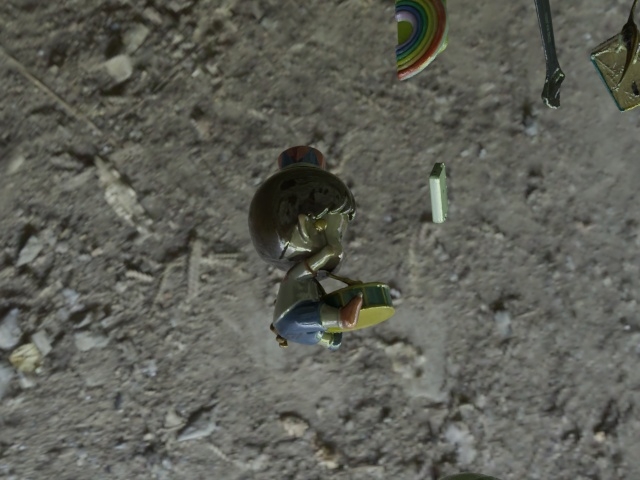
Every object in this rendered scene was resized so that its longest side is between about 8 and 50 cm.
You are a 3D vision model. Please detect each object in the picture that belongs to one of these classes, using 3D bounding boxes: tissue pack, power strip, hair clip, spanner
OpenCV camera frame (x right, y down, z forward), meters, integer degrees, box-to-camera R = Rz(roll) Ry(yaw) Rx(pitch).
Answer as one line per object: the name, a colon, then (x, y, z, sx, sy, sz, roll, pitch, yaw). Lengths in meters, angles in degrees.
tissue pack: (0.523, -0.292, 1.749, 0.120, 0.082, 0.169, 61, 19, -4)
power strip: (0.169, -0.068, 1.459, 0.040, 0.016, 0.090, -63, 151, -48)
hair clip: (0.110, -0.256, 1.072, 0.033, 0.060, 0.188, 43, 46, -48)
spanner: (0.309, -0.275, 1.398, 0.046, 0.012, 0.208, -34, 124, -29)

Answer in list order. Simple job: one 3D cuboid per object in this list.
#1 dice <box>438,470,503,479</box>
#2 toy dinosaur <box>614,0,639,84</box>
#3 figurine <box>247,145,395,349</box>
dice: (0.176, 0.410, 0.835, 0.322, 0.330, 0.318, -54, 137, -12)
toy dinosaur: (0.477, -0.305, 1.580, 0.037, 0.058, 0.180, 6, 68, 6)
figurine: (-0.009, 0.001, 1.326, 0.158, 0.161, 0.275, -9, 75, -18)
